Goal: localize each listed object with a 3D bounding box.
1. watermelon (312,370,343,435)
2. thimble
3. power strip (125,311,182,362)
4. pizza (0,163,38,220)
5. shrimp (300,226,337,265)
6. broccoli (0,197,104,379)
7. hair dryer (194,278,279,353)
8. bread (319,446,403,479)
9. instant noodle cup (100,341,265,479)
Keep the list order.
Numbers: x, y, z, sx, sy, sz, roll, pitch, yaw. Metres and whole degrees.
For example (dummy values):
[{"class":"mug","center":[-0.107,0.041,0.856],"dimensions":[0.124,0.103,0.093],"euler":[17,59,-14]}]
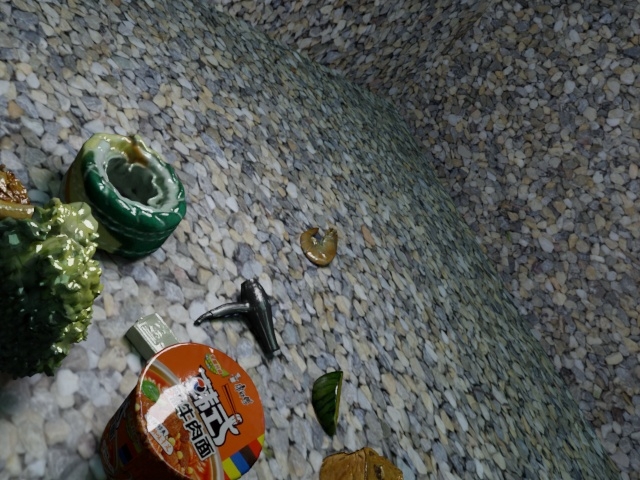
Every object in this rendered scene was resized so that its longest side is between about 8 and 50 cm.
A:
[{"class":"watermelon","center":[0.035,0.389,1.350],"dimensions":[0.092,0.075,0.181],"euler":[44,29,-14]},{"class":"thimble","center":[-0.451,-0.108,1.220],"dimensions":[0.254,0.167,0.288],"euler":[14,45,-45]},{"class":"power strip","center":[-0.328,0.228,1.106],"dimensions":[0.175,0.042,0.075],"euler":[49,29,3]},{"class":"pizza","center":[-0.682,-0.121,1.051],"dimensions":[0.271,0.056,0.134],"euler":[41,39,-12]},{"class":"shrimp","center":[-0.001,0.003,1.797],"dimensions":[0.133,0.053,0.236],"euler":[25,36,1]},{"class":"broccoli","center":[-0.478,0.034,0.838],"dimensions":[0.293,0.348,0.281],"euler":[37,36,-5]},{"class":"hair dryer","center":[-0.209,0.197,1.298],"dimensions":[0.219,0.075,0.195],"euler":[-5,67,-42]},{"class":"bread","center":[0.089,0.554,1.161],"dimensions":[0.149,0.143,0.158],"euler":[47,29,-15]},{"class":"instant noodle cup","center":[-0.251,0.336,0.931],"dimensions":[0.250,0.192,0.250],"euler":[32,33,-24]}]
